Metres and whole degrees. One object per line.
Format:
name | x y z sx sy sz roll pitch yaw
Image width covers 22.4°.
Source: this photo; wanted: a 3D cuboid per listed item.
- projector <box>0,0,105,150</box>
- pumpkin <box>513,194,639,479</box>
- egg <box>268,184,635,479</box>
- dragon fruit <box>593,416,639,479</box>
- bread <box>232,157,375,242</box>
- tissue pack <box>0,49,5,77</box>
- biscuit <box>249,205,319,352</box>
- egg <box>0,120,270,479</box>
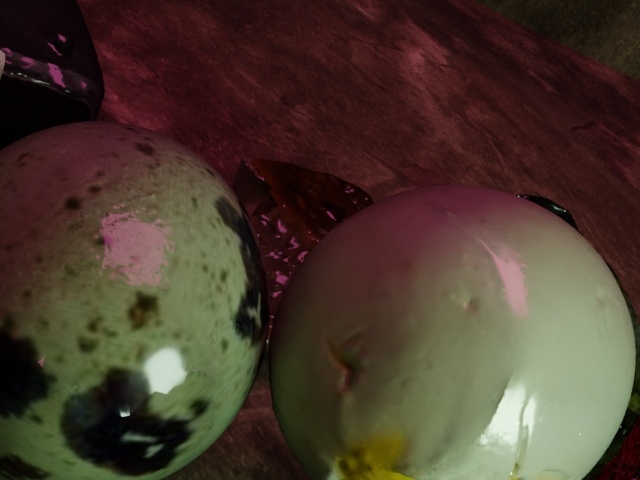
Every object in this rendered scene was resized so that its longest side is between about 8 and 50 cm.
projector | -0.447 -0.212 1.569 0.395 0.242 0.405 18 27 -33
pumpkin | 0.169 0.119 1.615 0.320 0.320 0.192 46 6 31
egg | 0.118 0.095 1.343 0.283 0.283 0.345 44 23 27
dragon fruit | 0.305 0.263 1.656 0.189 0.261 0.163 29 -25 24
bread | 0.000 -0.002 1.886 0.192 0.109 0.210 13 29 -35
tissue pack | -0.398 -0.070 1.300 0.201 0.271 0.124 23 26 -20
biscuit | -0.095 0.047 1.655 0.274 0.036 0.187 -15 50 -35
egg | -0.185 0.048 1.320 0.288 0.287 0.379 26 11 -15
